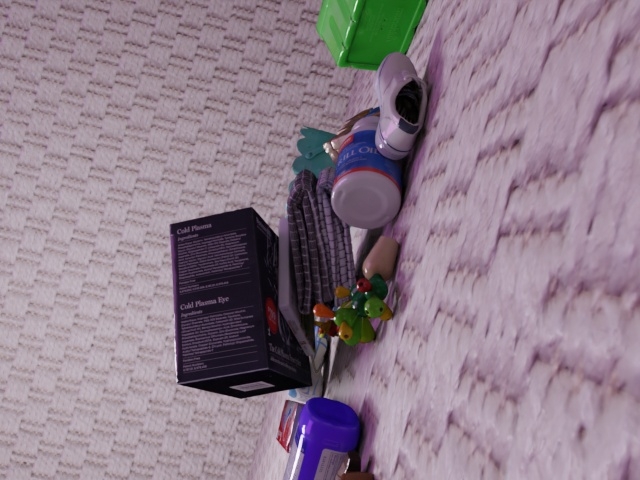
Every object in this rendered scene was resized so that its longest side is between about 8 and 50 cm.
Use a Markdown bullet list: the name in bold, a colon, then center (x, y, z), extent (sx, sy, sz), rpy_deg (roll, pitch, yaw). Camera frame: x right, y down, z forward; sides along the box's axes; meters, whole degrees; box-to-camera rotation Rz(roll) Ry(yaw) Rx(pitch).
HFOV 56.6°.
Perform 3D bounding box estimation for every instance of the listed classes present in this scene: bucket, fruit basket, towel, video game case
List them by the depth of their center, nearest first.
- **towel**: center (0.000, 0.000, 1.243), extent (0.235, 0.121, 0.284), rpy_deg (-94, -4, -77)
- **video game case**: center (-0.050, 0.100, 1.273), extent (0.206, 0.026, 0.227), rpy_deg (68, -165, -49)
- **fruit basket**: center (0.117, -0.659, 1.482), extent (0.392, 0.282, 0.392), rpy_deg (-178, 90, -78)
- **bucket**: center (0.017, -0.168, 1.615), extent (0.281, 0.183, 0.281), rpy_deg (-170, 90, -90)

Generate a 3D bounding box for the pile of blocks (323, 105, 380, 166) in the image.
- **pile of blocks**: center (0.121, -0.233, 1.377), extent (0.113, 0.149, 0.362), rpy_deg (62, -161, -14)

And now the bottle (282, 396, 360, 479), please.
- **bottle**: center (-0.018, 0.386, 0.893), extent (0.118, 0.092, 0.283), rpy_deg (-112, 37, -84)

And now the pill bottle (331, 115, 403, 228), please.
- **pill bottle**: center (0.090, -0.135, 1.101), extent (0.221, 0.124, 0.124), rpy_deg (-80, 7, -49)

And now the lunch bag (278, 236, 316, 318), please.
- **lunch bag**: center (-0.108, 0.118, 1.874), extent (0.160, 0.262, 0.223), rpy_deg (-79, 7, -46)

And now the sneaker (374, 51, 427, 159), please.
- **sneaker**: center (0.155, -0.261, 1.068), extent (0.091, 0.094, 0.258), rpy_deg (-48, 30, 49)

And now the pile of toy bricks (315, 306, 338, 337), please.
- **pile of toy bricks**: center (-0.006, 0.168, 1.422), extent (0.212, 0.105, 0.118), rpy_deg (149, 136, -84)

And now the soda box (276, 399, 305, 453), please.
- **soda box**: center (-0.021, 0.344, 1.085), extent (0.263, 0.092, 0.083), rpy_deg (119, 166, -75)

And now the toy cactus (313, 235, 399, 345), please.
- **toy cactus**: center (0.067, 0.077, 0.944), extent (0.219, 0.112, 0.181), rpy_deg (86, -152, -77)

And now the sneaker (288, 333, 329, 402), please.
- **sneaker**: center (-0.029, 0.292, 1.432), extent (0.237, 0.086, 0.085), rpy_deg (-80, 5, -62)

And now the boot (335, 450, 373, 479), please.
- **boot**: center (0.039, 0.331, 0.758), extent (0.118, 0.042, 0.087), rpy_deg (-88, 8, -77)

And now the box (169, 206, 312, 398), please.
- **box**: center (-0.155, 0.145, 1.232), extent (0.343, 0.178, 0.313), rpy_deg (56, -156, -68)
